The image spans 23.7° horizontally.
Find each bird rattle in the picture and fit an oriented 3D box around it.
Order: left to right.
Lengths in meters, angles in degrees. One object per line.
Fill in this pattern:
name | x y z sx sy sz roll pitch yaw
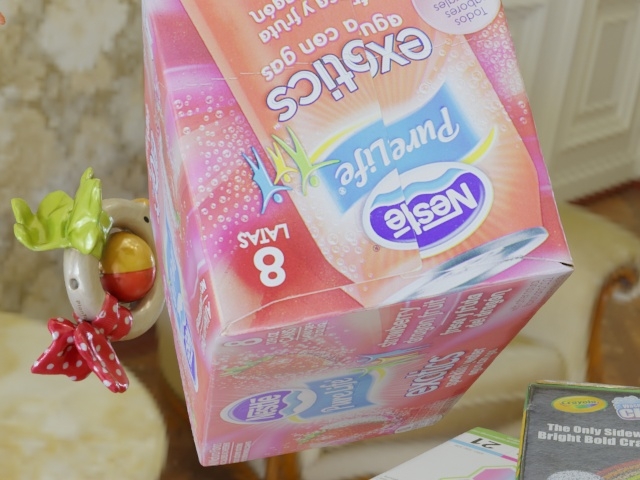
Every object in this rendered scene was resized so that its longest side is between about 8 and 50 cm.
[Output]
bird rattle | -0.237 0.044 1.734 0.143 0.254 0.207 -16 2 34

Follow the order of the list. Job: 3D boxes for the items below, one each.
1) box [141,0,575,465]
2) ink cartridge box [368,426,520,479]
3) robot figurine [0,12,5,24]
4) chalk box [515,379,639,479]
box | 0.000 0.000 0.711 0.142 0.154 0.300 -11 -15 -9
ink cartridge box | 0.098 0.243 1.137 0.255 0.097 0.188 -18 18 -37
robot figurine | -0.245 -0.205 0.807 0.158 0.128 0.219 7 -27 44
chalk box | 0.178 0.169 0.884 0.132 0.132 0.213 4 23 11
